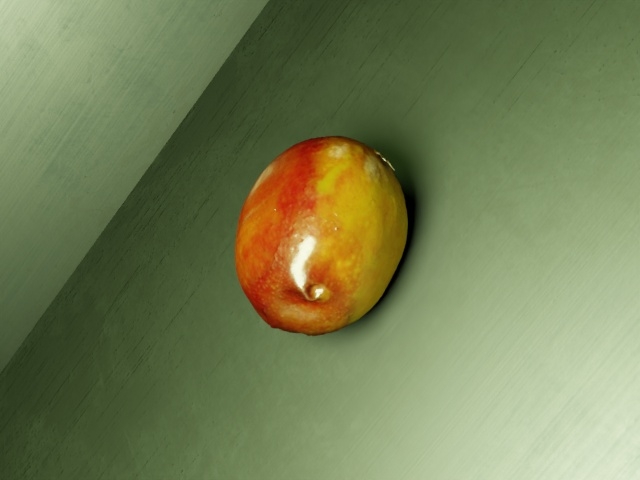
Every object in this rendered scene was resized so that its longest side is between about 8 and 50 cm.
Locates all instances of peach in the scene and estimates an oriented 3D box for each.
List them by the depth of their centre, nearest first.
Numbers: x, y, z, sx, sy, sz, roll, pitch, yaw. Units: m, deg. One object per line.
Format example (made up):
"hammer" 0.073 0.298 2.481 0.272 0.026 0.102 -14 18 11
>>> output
"peach" -0.002 -0.001 1.375 0.373 0.290 0.372 -35 35 30
